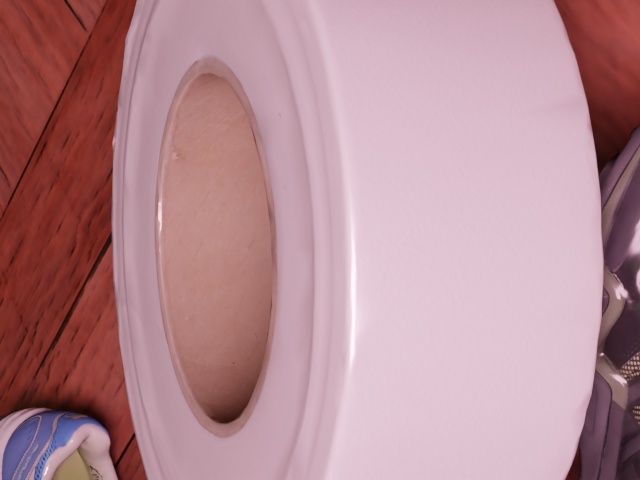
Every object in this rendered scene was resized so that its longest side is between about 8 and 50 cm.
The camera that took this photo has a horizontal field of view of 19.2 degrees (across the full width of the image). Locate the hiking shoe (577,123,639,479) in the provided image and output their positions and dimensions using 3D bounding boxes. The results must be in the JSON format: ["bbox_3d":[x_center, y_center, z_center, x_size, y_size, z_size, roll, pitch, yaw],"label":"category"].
[{"bbox_3d":[0.149,0.062,0.699,0.114,0.086,0.226,12,108,30],"label":"hiking shoe"}]

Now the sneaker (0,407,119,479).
[{"bbox_3d":[-0.135,0.191,1.010,0.081,0.080,0.211,-19,82,50],"label":"sneaker"}]

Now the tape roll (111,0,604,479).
[{"bbox_3d":[0.000,0.000,0.760,0.286,0.100,0.286,178,90,-69],"label":"tape roll"}]
